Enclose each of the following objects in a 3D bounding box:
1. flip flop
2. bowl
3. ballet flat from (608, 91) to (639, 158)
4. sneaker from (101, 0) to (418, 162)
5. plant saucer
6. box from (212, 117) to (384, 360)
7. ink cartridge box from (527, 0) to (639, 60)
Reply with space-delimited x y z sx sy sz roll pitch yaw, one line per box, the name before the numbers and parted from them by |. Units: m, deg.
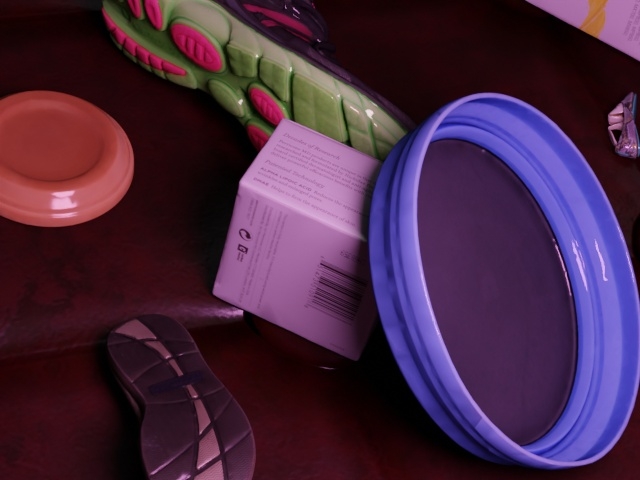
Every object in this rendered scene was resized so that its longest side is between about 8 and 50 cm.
flip flop | -0.142 0.179 1.482 0.112 0.080 0.277 -13 39 -20
bowl | 0.193 0.044 1.552 0.391 0.077 0.391 21 60 -42
ballet flat | 0.388 -0.150 1.941 0.041 0.041 0.114 13 47 -5
sneaker | -0.041 -0.220 1.782 0.483 0.185 0.202 39 55 17
plant saucer | -0.307 -0.101 1.700 0.199 0.037 0.200 8 48 -9
box | 0.000 0.000 1.600 0.181 0.181 0.119 25 46 7
ink cartridge box | 0.419 -0.414 2.083 0.384 0.160 0.279 31 47 18
